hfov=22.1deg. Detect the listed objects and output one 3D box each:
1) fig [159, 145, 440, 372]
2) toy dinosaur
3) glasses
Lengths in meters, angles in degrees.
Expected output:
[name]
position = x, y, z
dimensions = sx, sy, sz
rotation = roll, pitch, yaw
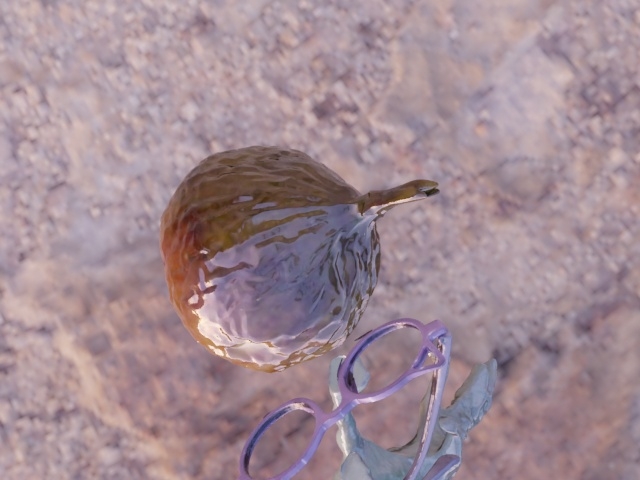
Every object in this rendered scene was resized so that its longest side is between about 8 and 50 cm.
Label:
[fig]
position = 0.000, 0.000, 1.945
dimensions = 0.369, 0.286, 0.286
rotation = -18, 152, 32
[toy dinosaur]
position = 0.028, 0.206, 1.310
dimensions = 0.393, 0.092, 0.205
rotation = -52, 151, -22
[glasses]
position = 0.033, 0.115, 0.863
dimensions = 0.140, 0.062, 0.104
rotation = -38, 120, 3
